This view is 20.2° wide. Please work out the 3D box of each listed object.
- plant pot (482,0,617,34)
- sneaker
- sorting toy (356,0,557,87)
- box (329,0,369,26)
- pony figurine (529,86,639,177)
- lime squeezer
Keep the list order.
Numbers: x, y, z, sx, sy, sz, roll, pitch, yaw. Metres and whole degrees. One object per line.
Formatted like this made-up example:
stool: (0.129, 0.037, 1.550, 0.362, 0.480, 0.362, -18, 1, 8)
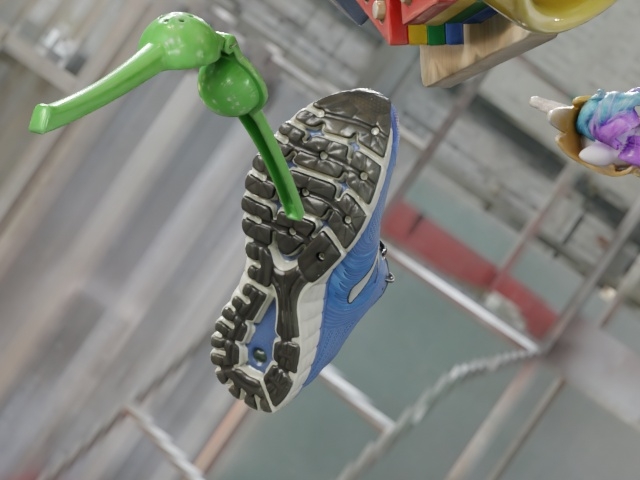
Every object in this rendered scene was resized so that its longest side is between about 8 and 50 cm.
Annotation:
plant pot: (0.087, -0.270, 0.878, 0.239, 0.254, 0.254, 39, 2, 18)
sneaker: (0.000, 0.000, 1.693, 0.130, 0.330, 0.147, 33, 30, 20)
sorting toy: (0.087, -0.259, 1.349, 0.089, 0.257, 0.255, -2, -3, -14)
box: (-0.047, -0.315, 1.647, 0.232, 0.059, 0.183, 42, 4, -36)
pony figurine: (0.397, -0.041, 1.725, 0.351, 0.303, 0.363, 36, 16, 25)
lime squeezer: (-0.079, -0.094, 1.244, 0.059, 0.110, 0.310, -6, -13, 30)
